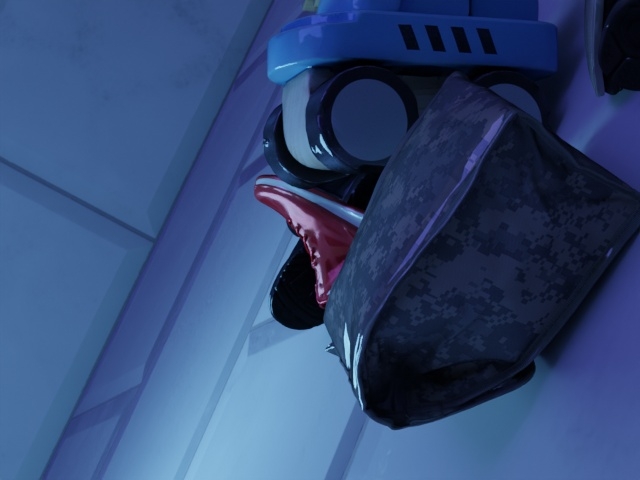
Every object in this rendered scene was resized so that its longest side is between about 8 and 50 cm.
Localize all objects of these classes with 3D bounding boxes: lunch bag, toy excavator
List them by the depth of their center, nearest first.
[{"bbox_3d":[0.117,0.021,1.226,0.287,0.169,0.235,-55,14,7],"label":"lunch bag"},{"bbox_3d":[0.156,-0.281,1.499,0.222,0.433,0.445,173,97,-74],"label":"toy excavator"}]

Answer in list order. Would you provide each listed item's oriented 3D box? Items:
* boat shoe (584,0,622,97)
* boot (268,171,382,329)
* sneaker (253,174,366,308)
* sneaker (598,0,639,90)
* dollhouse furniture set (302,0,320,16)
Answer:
[{"bbox_3d":[0.278,-0.239,1.260,0.084,0.079,0.233,-77,-10,-68],"label":"boat shoe"},{"bbox_3d":[0.000,0.000,1.839,0.246,0.094,0.207,-56,17,-6],"label":"boot"},{"bbox_3d":[-0.008,0.007,1.680,0.221,0.087,0.128,23,88,33],"label":"sneaker"},{"bbox_3d":[0.319,-0.233,1.194,0.130,0.087,0.227,-46,-18,-48],"label":"sneaker"},{"bbox_3d":[0.058,-0.195,1.723,0.242,0.161,0.212,118,153,-67],"label":"dollhouse furniture set"}]
